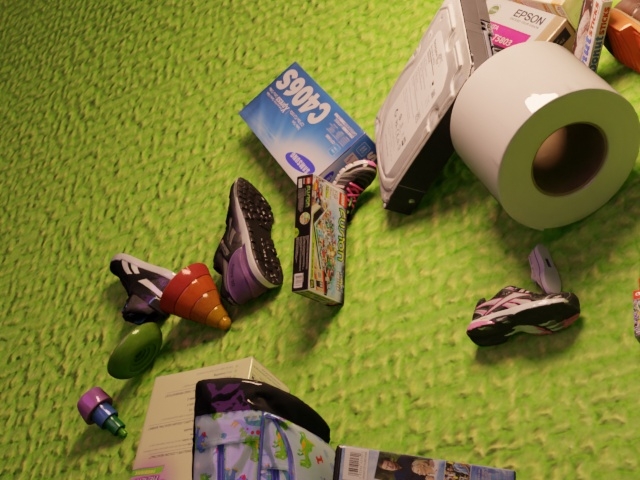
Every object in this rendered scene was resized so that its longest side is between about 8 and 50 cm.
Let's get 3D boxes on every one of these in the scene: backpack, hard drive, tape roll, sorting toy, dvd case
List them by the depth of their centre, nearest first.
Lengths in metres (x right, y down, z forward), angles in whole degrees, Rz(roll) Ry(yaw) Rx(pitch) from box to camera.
[{"bbox_3d":[0.136,0.374,1.521,0.253,0.022,0.180,9,53,-2],"label":"dvd case"},{"bbox_3d":[-0.064,0.406,1.598,0.273,0.290,0.356,1,63,24],"label":"backpack"},{"bbox_3d":[0.344,-0.164,1.756,0.246,0.246,0.169,-39,41,7],"label":"tape roll"},{"bbox_3d":[0.190,-0.238,1.955,0.339,0.064,0.237,123,154,-43],"label":"hard drive"},{"bbox_3d":[-0.292,0.217,2.106,0.126,0.127,0.365,38,87,21],"label":"sorting toy"}]

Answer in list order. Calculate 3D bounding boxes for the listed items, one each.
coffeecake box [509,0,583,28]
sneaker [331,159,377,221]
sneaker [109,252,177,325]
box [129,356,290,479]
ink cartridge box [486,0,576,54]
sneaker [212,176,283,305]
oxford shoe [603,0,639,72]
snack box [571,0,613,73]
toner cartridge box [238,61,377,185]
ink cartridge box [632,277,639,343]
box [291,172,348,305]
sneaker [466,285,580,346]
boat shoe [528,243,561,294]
[{"bbox_3d":[0.428,-0.476,2.092,0.142,0.068,0.185,-52,40,-9],"label":"coffeecake box"},{"bbox_3d":[0.044,-0.074,2.070,0.170,0.063,0.075,-41,44,23],"label":"sneaker"},{"bbox_3d":[-0.374,0.101,2.264,0.216,0.079,0.121,12,63,44],"label":"sneaker"},{"bbox_3d":[-0.183,0.338,1.869,0.213,0.117,0.243,-16,47,30],"label":"box"},{"bbox_3d":[0.321,-0.328,2.040,0.193,0.088,0.234,-50,39,-5],"label":"ink cartridge box"},{"bbox_3d":[-0.161,0.000,2.158,0.124,0.107,0.283,-34,40,22],"label":"sneaker"},{"bbox_3d":[0.578,-0.312,1.782,0.132,0.130,0.364,-38,40,-1],"label":"oxford shoe"},{"bbox_3d":[0.445,-0.331,1.886,0.022,0.178,0.064,-7,41,-12],"label":"snack box"},{"bbox_3d":[-0.025,-0.212,2.243,0.165,0.075,0.348,-43,40,3],"label":"toner cartridge box"},{"bbox_3d":[0.473,0.087,1.598,0.062,0.029,0.115,-16,48,31],"label":"ink cartridge box"},{"bbox_3d":[0.000,0.000,1.962,0.036,0.114,0.207,-9,70,33],"label":"box"},{"bbox_3d":[0.300,0.097,1.705,0.178,0.072,0.077,-14,47,30],"label":"sneaker"},{"bbox_3d":[0.339,0.052,1.743,0.035,0.035,0.100,-52,35,37],"label":"boat shoe"}]
